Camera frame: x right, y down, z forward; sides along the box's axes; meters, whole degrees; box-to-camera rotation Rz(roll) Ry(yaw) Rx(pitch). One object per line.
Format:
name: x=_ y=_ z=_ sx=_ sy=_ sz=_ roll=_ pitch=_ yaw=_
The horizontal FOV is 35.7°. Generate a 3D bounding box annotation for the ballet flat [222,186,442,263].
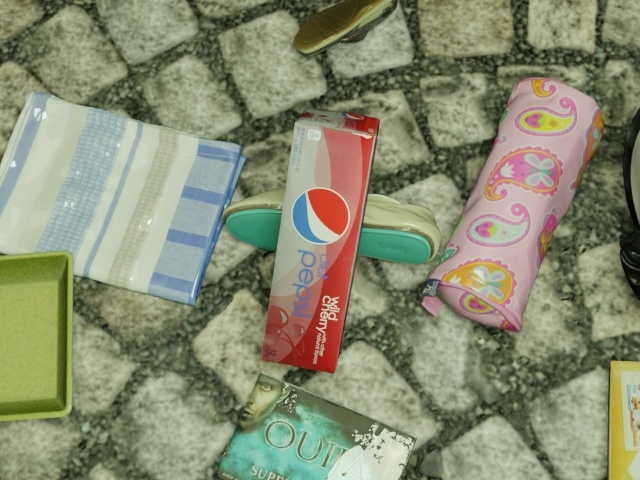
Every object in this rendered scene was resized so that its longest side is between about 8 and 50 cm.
ballet flat: x=0.016 y=-0.025 z=1.134 sx=0.248 sy=0.086 sz=0.086 roll=10 pitch=73 yaw=4

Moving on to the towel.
towel: x=-0.249 y=-0.055 z=1.173 sx=0.284 sy=0.034 sz=0.209 roll=16 pitch=75 yaw=8

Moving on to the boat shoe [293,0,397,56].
boat shoe: x=0.037 y=-0.264 z=1.214 sx=0.152 sy=0.049 sz=0.056 roll=-34 pitch=51 yaw=-9

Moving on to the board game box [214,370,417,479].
board game box: x=-0.004 y=0.234 z=1.071 sx=0.186 sy=0.026 sz=0.126 roll=21 pitch=75 yaw=9

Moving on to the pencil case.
pencil case: x=0.213 y=-0.038 z=1.099 sx=0.124 sy=0.124 sz=0.284 roll=24 pitch=76 yaw=10

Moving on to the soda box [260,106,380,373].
soda box: x=0.000 y=0.000 z=1.043 sx=0.083 sy=0.092 sz=0.263 roll=10 pitch=109 yaw=3

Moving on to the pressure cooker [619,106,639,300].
pressure cooker: x=0.496 y=-0.052 z=0.942 sx=0.420 sy=0.370 sz=0.375 roll=-29 pitch=49 yaw=-17

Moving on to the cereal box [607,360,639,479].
cereal box: x=0.416 y=0.214 z=1.010 sx=0.240 sy=0.047 sz=0.173 roll=2 pitch=62 yaw=15

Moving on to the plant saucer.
plant saucer: x=-0.365 y=0.113 z=1.118 sx=0.188 sy=0.045 sz=0.188 roll=-5 pitch=72 yaw=2
